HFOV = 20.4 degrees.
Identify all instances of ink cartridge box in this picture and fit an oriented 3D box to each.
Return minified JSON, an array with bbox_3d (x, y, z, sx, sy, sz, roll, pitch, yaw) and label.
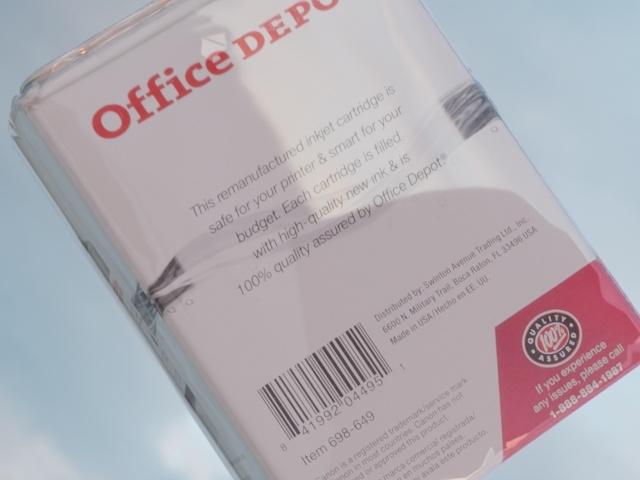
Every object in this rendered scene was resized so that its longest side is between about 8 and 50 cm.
[{"bbox_3d":[0.000,0.000,0.705,0.218,0.159,0.092,57,-15,3],"label":"ink cartridge box"}]
